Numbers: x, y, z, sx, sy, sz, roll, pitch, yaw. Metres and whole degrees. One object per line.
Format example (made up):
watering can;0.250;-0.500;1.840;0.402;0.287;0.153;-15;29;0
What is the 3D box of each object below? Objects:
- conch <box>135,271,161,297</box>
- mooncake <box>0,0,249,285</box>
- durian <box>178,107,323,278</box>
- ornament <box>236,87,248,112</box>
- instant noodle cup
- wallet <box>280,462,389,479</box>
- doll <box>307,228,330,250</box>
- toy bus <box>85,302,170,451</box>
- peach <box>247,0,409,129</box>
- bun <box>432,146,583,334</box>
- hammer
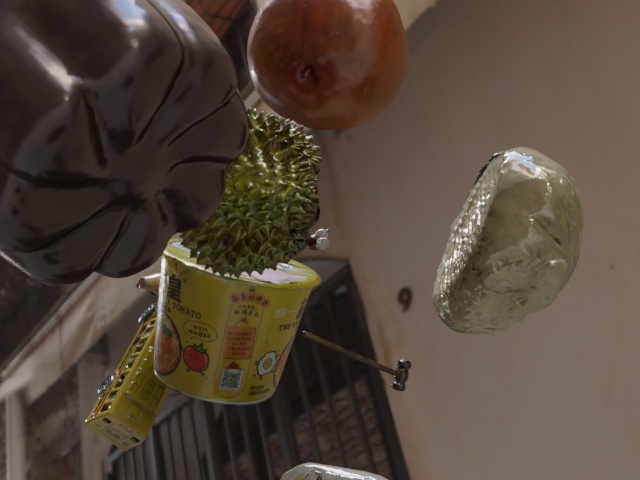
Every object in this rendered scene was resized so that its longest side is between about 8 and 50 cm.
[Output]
conch;-0.304;0.101;1.768;0.255;0.127;0.158;20;-5;-29
mooncake;-0.199;-0.093;0.660;0.306;0.154;0.306;-40;-22;-20
durian;-0.118;-0.072;1.128;0.225;0.291;0.291;20;-39;-15
ornament;-0.282;-0.302;1.364;0.230;0.245;0.061;-23;5;10
instant noodle cup;-0.183;0.155;1.435;0.326;0.325;0.254;8;-79;-35
wallet;0.009;0.538;1.314;0.335;0.275;0.068;-3;-45;34
doll;-0.004;0.005;1.592;0.058;0.085;0.040;-37;-68;15
toy bus;-0.371;0.275;1.578;0.121;0.335;0.123;41;-46;-20
peach;0.017;-0.392;1.539;0.343;0.342;0.301;-30;6;26
bun;0.357;0.012;1.349;0.211;0.359;0.359;24;-35;0
hammer;0.068;0.209;1.321;0.029;0.058;0.292;-4;-25;45
